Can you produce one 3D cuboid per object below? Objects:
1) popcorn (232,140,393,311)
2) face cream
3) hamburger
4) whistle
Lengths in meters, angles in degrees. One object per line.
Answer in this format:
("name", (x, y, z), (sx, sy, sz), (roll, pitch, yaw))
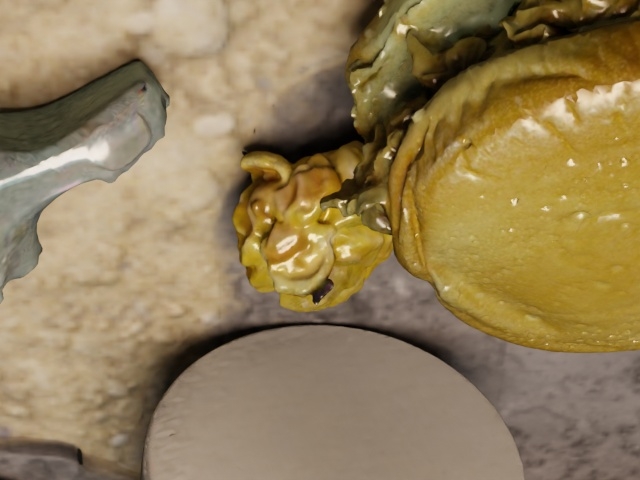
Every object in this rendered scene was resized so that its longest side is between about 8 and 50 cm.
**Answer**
("popcorn", (0.000, 0.000, 0.642), (0.084, 0.084, 0.084), (-3, 134, -4))
("face cream", (-0.002, 0.153, 0.718), (0.177, 0.177, 0.153), (2, 133, -9))
("hamburger", (0.121, -0.040, 0.591), (0.215, 0.122, 0.189), (23, 133, -31))
("whistle", (-0.155, 0.003, 0.610), (0.223, 0.123, 0.123), (-30, 131, 1))
